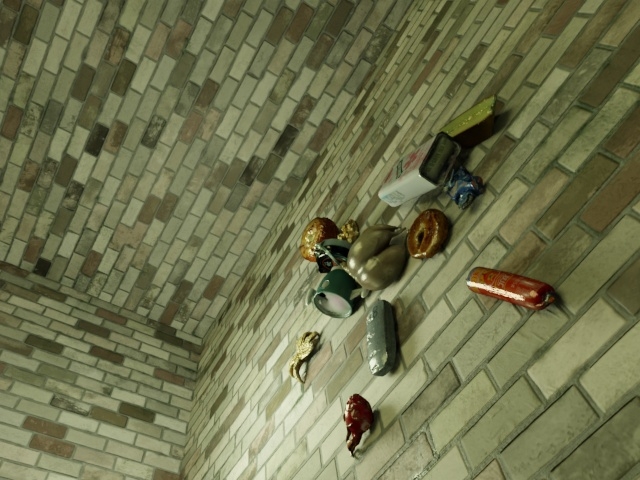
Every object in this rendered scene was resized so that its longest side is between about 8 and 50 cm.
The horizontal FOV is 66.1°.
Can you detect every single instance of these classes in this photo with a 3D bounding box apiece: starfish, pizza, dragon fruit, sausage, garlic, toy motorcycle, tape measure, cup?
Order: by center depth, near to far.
[{"bbox_3d":[0.457,0.116,1.173,0.074,0.074,0.274,-64,19,-3],"label":"sausage"},{"bbox_3d":[0.116,0.564,1.489,0.094,0.094,0.190,174,99,-68],"label":"dragon fruit"},{"bbox_3d":[0.456,-0.170,1.563,0.114,0.076,0.205,-47,21,17],"label":"toy motorcycle"},{"bbox_3d":[0.208,0.061,1.811,0.292,0.210,0.237,-47,-8,23],"label":"garlic"},{"bbox_3d":[0.070,0.194,1.962,0.300,0.167,0.173,-12,39,34],"label":"cup"},{"bbox_3d":[-0.079,0.496,2.101,0.238,0.071,0.216,-60,12,29],"label":"starfish"},{"bbox_3d":[0.067,0.068,2.105,0.182,0.181,0.107,78,-162,-54],"label":"tape measure"},{"bbox_3d":[0.113,-0.006,2.252,0.226,0.069,0.147,-66,17,-8],"label":"pizza"}]

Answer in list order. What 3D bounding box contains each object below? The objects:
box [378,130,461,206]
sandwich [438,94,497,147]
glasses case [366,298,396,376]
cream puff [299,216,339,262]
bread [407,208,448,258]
[{"bbox_3d":[0.353,-0.247,1.791,0.190,0.112,0.370,-61,11,-13],"label":"box"},{"bbox_3d":[0.514,-0.384,1.655,0.258,0.096,0.094,-26,46,60],"label":"sandwich"},{"bbox_3d":[0.197,0.313,1.603,0.109,0.067,0.282,-52,20,36],"label":"glasses case"},{"bbox_3d":[0.000,0.001,2.402,0.240,0.164,0.239,-33,50,50],"label":"cream puff"},{"bbox_3d":[0.359,-0.021,1.636,0.193,0.064,0.193,-52,26,40],"label":"bread"}]
